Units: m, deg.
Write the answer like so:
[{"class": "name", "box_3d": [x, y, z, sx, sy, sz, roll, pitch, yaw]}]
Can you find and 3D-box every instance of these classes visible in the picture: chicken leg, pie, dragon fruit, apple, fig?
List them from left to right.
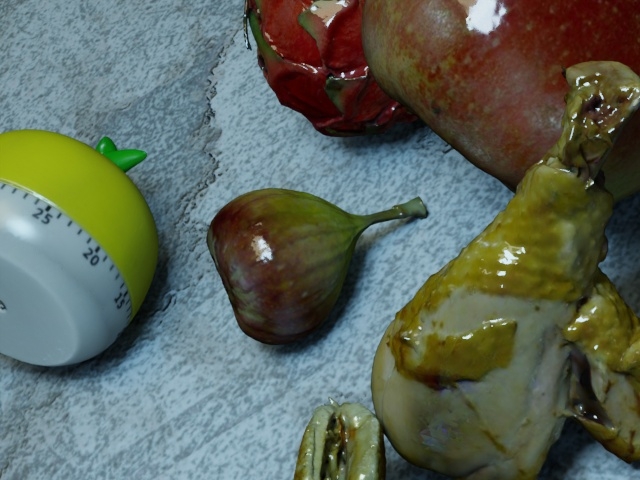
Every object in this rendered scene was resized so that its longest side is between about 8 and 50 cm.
[{"class": "fig", "box_3d": [-0.013, 0.006, 1.543, 0.230, 0.160, 0.143, -31, 5, -38]}, {"class": "pie", "box_3d": [0.014, 0.243, 1.305, 0.084, 0.179, 0.205, 4, 52, -1]}, {"class": "dragon fruit", "box_3d": [0.018, -0.233, 1.610, 0.293, 0.234, 0.234, 34, 76, 12]}, {"class": "apple", "box_3d": [0.213, -0.194, 1.385, 0.277, 0.348, 0.348, -51, 43, 7]}, {"class": "chicken leg", "box_3d": [0.217, 0.052, 1.252, 0.295, 0.409, 0.182, 24, 25, 12]}]

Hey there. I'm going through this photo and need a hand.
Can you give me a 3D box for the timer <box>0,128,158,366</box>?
[{"class": "timer", "box_3d": [-0.291, -0.025, 1.654, 0.285, 0.285, 0.285, -18, 48, 21]}]
